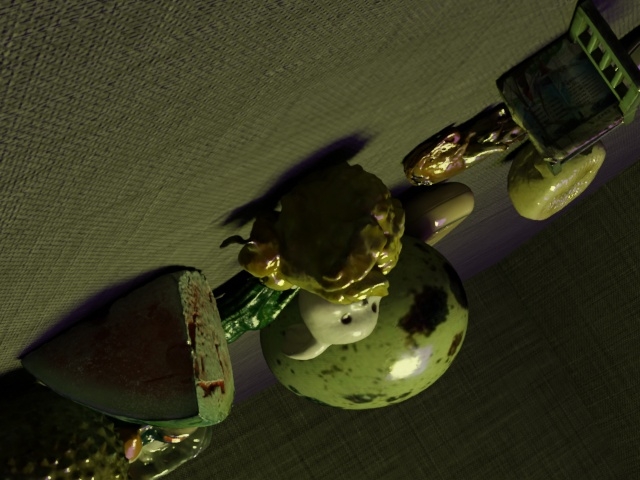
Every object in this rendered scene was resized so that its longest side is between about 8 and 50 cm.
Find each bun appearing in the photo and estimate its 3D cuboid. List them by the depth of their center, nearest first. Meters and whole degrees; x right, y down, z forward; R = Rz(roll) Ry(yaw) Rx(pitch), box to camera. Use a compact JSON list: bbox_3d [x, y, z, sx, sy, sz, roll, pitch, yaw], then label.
[{"bbox_3d":[0.430,-0.139,2.150,0.178,0.128,0.193,-24,157,-37],"label":"bun"}]

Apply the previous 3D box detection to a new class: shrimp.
[{"bbox_3d":[0.240,-0.151,1.662,0.262,0.066,0.117,-34,170,6],"label":"shrimp"}]

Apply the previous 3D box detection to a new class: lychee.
[{"bbox_3d":[-0.384,0.320,1.561,0.255,0.255,0.274,-36,164,27],"label":"lychee"}]

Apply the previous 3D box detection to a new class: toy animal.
[{"bbox_3d":[-0.003,0.061,1.645,0.127,0.193,0.178,-24,176,-35],"label":"toy animal"}]

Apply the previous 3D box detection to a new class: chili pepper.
[{"bbox_3d":[-0.072,0.070,1.784,0.253,0.083,0.099,-37,166,11],"label":"chili pepper"}]

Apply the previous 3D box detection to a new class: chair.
[{"bbox_3d":[0.317,-0.186,1.493,0.147,0.136,0.270,-34,172,9],"label":"chair"}]

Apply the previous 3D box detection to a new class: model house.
[{"bbox_3d":[-0.264,0.264,1.853,0.271,0.190,0.301,-21,166,-38],"label":"model house"}]

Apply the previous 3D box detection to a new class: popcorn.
[{"bbox_3d":[0.001,-0.010,1.421,0.195,0.169,0.173,5,-163,20],"label":"popcorn"}]

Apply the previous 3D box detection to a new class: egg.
[{"bbox_3d":[0.065,0.136,1.902,0.379,0.288,0.287,-31,172,34],"label":"egg"}]

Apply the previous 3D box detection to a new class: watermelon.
[{"bbox_3d":[-0.231,0.129,1.505,0.261,0.201,0.213,11,-179,13],"label":"watermelon"}]

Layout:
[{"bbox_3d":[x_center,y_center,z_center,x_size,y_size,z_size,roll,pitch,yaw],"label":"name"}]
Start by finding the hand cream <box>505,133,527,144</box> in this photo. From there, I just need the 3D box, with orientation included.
[{"bbox_3d":[0.264,-0.151,1.822,0.163,0.039,0.062,-28,-174,-6],"label":"hand cream"}]

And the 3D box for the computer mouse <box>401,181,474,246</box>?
[{"bbox_3d":[0.172,-0.034,1.995,0.145,0.082,0.236,-27,171,-26],"label":"computer mouse"}]

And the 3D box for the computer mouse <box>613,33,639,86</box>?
[{"bbox_3d":[0.528,-0.313,1.744,0.232,0.057,0.120,-39,168,26],"label":"computer mouse"}]
